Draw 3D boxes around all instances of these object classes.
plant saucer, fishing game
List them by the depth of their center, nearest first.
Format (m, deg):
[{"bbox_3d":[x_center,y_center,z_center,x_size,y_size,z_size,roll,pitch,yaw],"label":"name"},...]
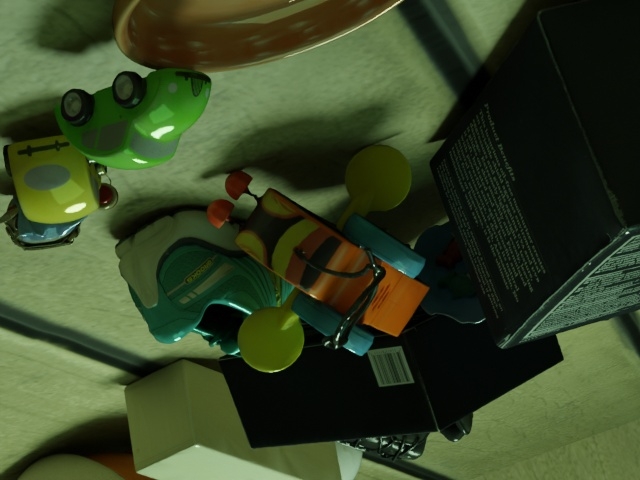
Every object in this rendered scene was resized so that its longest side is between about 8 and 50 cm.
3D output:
[{"bbox_3d":[-0.026,-0.156,1.104,0.200,0.037,0.200,-18,166,-5],"label":"plant saucer"},{"bbox_3d":[0.160,0.005,1.682,0.264,0.041,0.189,-3,-146,24],"label":"fishing game"}]

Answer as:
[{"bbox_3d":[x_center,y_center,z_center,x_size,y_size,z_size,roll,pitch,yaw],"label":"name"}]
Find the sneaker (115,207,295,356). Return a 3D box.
[{"bbox_3d":[-0.074,0.048,1.619,0.107,0.110,0.275,-27,163,28],"label":"sneaker"}]

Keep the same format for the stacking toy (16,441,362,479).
[{"bbox_3d":[-0.116,0.348,2.370,0.480,0.350,0.350,-25,173,-41],"label":"stacking toy"}]

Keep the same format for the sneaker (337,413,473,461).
[{"bbox_3d":[0.064,0.206,2.298,0.286,0.130,0.109,-10,165,-24],"label":"sneaker"}]

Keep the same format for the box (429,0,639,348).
[{"bbox_3d":[0.278,-0.073,1.467,0.296,0.182,0.294,-15,166,-18],"label":"box"}]

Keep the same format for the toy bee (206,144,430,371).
[{"bbox_3d":[0.000,0.000,1.507,0.195,0.162,0.298,-51,169,-18],"label":"toy bee"}]

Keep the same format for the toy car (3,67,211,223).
[{"bbox_3d":[-0.162,-0.055,1.192,0.225,0.053,0.239,-15,169,34],"label":"toy car"}]

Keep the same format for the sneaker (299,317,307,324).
[{"bbox_3d":[-0.014,0.055,1.806,0.162,0.063,0.073,-5,163,-39],"label":"sneaker"}]

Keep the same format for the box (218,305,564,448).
[{"bbox_3d":[0.064,0.110,1.791,0.184,0.103,0.261,-27,-170,-40],"label":"box"}]

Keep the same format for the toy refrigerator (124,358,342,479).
[{"bbox_3d":[-0.094,0.222,2.104,0.094,0.102,0.269,-27,149,27],"label":"toy refrigerator"}]

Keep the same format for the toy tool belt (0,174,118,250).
[{"bbox_3d":[-0.184,-0.023,1.356,0.083,0.052,0.051,-18,173,-3],"label":"toy tool belt"}]
